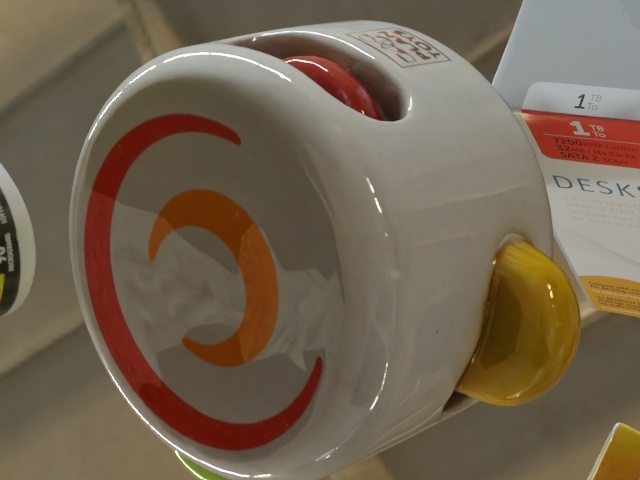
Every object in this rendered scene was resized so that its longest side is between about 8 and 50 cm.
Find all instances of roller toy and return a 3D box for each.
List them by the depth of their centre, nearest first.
[{"bbox_3d":[0.000,0.000,0.697,0.209,0.146,0.191,-22,-93,43],"label":"roller toy"}]

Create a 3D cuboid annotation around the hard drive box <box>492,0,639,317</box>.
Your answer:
[{"bbox_3d":[0.217,-0.038,0.877,0.181,0.232,0.089,9,-116,31],"label":"hard drive box"}]

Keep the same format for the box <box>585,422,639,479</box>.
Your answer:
[{"bbox_3d":[0.127,0.117,0.440,0.136,0.028,0.081,26,-97,9],"label":"box"}]

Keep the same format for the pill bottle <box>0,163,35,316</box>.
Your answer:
[{"bbox_3d":[-0.295,0.017,0.980,0.119,0.208,0.119,21,-61,42],"label":"pill bottle"}]
